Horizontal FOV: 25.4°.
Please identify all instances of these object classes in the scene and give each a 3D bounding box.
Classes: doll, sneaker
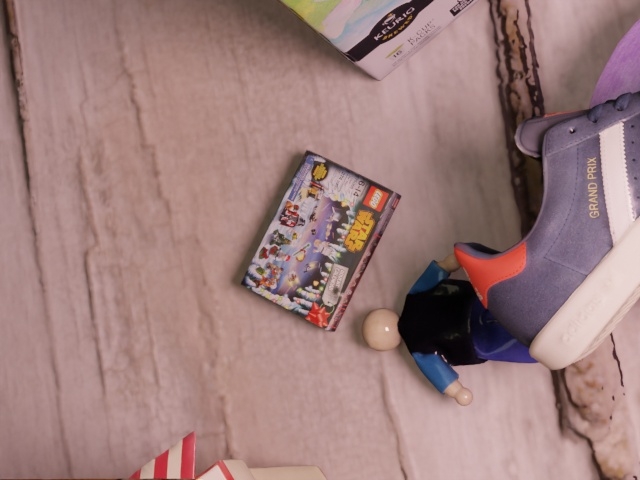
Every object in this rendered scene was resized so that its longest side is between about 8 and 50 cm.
[{"bbox_3d":[0.125,0.075,1.197,0.189,0.046,0.129,-2,81,19],"label":"doll"},{"bbox_3d":[0.234,-0.076,1.039,0.148,0.131,0.350,42,97,15],"label":"sneaker"}]

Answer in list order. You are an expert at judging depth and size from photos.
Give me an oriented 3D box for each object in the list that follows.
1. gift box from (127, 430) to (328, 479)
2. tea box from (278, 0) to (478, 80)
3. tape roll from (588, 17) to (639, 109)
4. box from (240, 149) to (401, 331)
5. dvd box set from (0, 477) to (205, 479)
[{"bbox_3d":[-0.062,0.306,1.117,0.276,0.258,0.255,-42,71,10],"label":"gift box"},{"bbox_3d":[0.066,-0.339,1.130,0.329,0.323,0.220,-40,72,11],"label":"tea box"},{"bbox_3d":[0.351,-0.074,1.116,0.274,0.090,0.275,-3,81,19],"label":"tape roll"},{"bbox_3d":[0.000,0.000,1.261,0.094,0.027,0.137,26,91,20],"label":"box"},{"bbox_3d":[-0.222,0.325,1.031,0.420,0.062,0.308,-9,91,40],"label":"dvd box set"}]
